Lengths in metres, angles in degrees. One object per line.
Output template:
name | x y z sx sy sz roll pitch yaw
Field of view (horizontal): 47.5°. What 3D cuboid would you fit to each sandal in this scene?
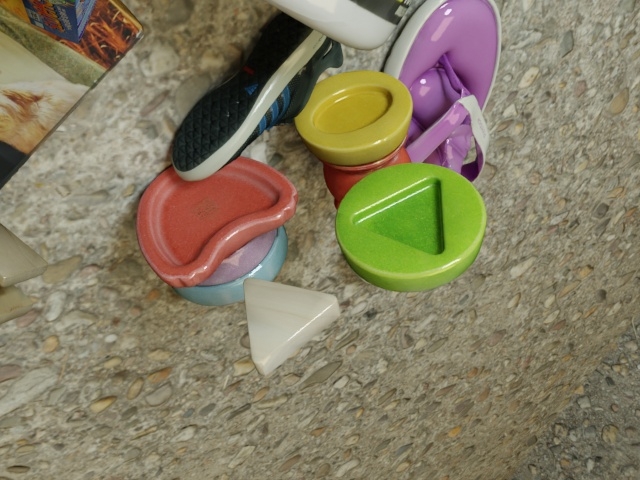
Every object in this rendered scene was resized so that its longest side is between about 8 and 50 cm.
sandal | 0.144 -0.098 0.886 0.169 0.102 0.417 -17 137 -30

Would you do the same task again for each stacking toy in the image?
stacking toy | 0.000 0.000 0.710 0.308 0.279 0.130 -29 141 -11

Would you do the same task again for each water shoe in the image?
water shoe | -0.054 -0.125 0.697 0.203 0.073 0.080 -47 143 6

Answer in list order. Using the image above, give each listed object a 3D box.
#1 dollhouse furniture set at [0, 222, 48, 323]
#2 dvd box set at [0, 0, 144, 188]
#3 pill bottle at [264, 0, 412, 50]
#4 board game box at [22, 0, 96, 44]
dollhouse furniture set | -0.356 0.079 0.501 0.212 0.161 0.242 -60 165 24
dvd box set | -0.344 -0.147 0.414 0.307 0.062 0.420 -45 144 3
pill bottle | 0.049 -0.319 0.497 0.187 0.188 0.334 9 121 -47
board game box | -0.122 -0.226 0.426 0.035 0.136 0.201 22 87 -17
